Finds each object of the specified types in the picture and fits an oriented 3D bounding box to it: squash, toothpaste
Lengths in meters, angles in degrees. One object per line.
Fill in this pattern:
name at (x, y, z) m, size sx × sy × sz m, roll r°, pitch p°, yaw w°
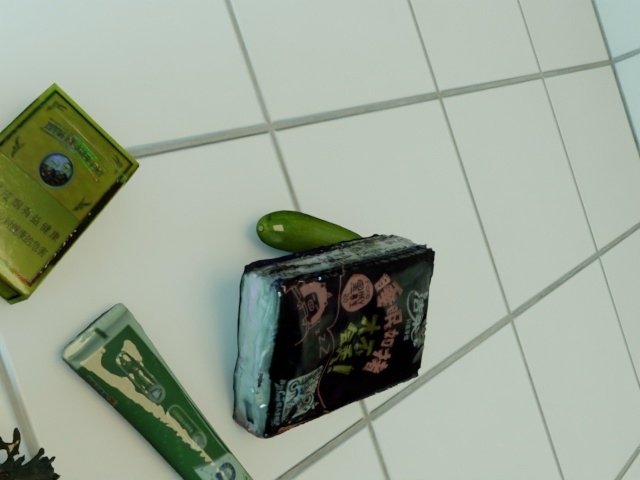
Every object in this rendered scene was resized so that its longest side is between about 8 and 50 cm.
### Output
squash at (0.000, 0.000, 1.056) m, size 0.258 × 0.069 × 0.069 m, roll 18°, pitch 67°, yaw -42°
toothpaste at (-0.165, 0.255, 0.839) m, size 0.392 × 0.061 × 0.099 m, roll 55°, pitch 49°, yaw -14°

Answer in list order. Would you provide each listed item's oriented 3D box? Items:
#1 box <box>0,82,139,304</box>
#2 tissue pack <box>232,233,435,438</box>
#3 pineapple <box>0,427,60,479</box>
box at (-0.327, -0.056, 0.765) m, size 0.141 × 0.064 × 0.220 m, roll 47°, pitch 50°, yaw -23°
tissue pack at (0.023, 0.130, 0.977) m, size 0.332 × 0.123 × 0.245 m, roll -11°, pitch 114°, yaw -42°
pineapple at (-0.352, 0.243, 0.617) m, size 0.278 × 0.157 × 0.158 m, roll 29°, pitch 60°, yaw -48°
